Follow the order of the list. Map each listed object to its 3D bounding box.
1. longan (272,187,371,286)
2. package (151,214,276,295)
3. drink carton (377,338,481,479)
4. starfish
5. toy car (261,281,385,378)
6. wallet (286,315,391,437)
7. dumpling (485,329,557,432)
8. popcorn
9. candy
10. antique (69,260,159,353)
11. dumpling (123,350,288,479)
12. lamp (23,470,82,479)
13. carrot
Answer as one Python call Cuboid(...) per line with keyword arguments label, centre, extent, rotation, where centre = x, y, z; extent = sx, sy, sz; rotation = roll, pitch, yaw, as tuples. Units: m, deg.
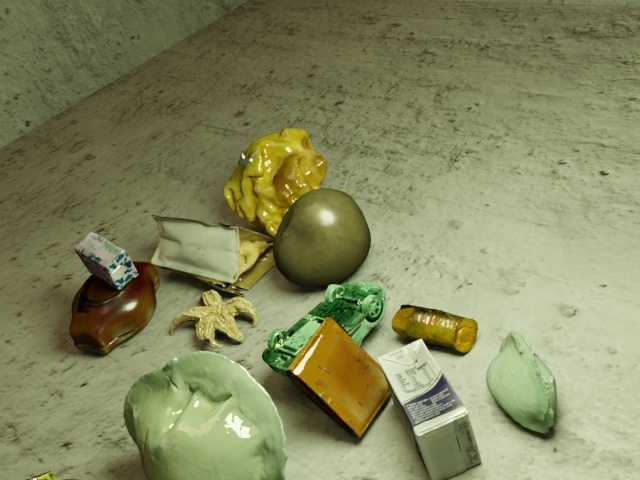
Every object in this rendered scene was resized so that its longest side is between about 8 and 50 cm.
Cuboid(label="longan", centre=(0.000, 0.000, 1.910), extent=(0.246, 0.246, 0.215), rotation=(-33, 24, -19))
Cuboid(label="package", centre=(-0.287, 0.042, 2.104), extent=(0.311, 0.221, 0.165), rotation=(10, 83, 35))
Cuboid(label="drink carton", centre=(0.192, 0.304, 1.456), extent=(0.102, 0.134, 0.222), rotation=(-25, 33, -3))
Cuboid(label="starfish", centre=(-0.263, 0.185, 1.933), extent=(0.216, 0.071, 0.238), rotation=(-17, 26, -6))
Cuboid(label="toy car", centre=(0.021, 0.204, 1.700), extent=(0.136, 0.125, 0.306), rotation=(13, 39, 44))
Cuboid(label="wallet", centre=(0.041, 0.268, 1.561), extent=(0.161, 0.195, 0.042), rotation=(-50, 4, -39))
Cuboid(label="dumpling", centre=(0.372, 0.241, 1.456), extent=(0.105, 0.149, 0.216), rotation=(16, 19, -18))
Cuboid(label="popcorn", centre=(-0.115, -0.166, 2.149), extent=(0.316, 0.281, 0.297), rotation=(26, 91, 46))
Cuboid(label="candy", centre=(-0.536, 0.052, 2.001), extent=(0.160, 0.092, 0.073), rotation=(23, 57, 40))
Cuboid(label="antique", centre=(-0.524, 0.159, 2.044), extent=(0.224, 0.129, 0.278), rotation=(8, 42, 30))
Cuboid(label="dumpling", centre=(-0.225, 0.365, 1.540), extent=(0.321, 0.212, 0.270), rotation=(-5, 70, -3))
Cuboid(label="lamp", centre=(-0.491, 0.521, 1.442), extent=(0.223, 0.196, 0.223), rotation=(-19, -6, -2))
Cuboid(label="carrot", centre=(0.233, 0.180, 1.663), extent=(0.173, 0.082, 0.082), rotation=(8, 42, 37))
